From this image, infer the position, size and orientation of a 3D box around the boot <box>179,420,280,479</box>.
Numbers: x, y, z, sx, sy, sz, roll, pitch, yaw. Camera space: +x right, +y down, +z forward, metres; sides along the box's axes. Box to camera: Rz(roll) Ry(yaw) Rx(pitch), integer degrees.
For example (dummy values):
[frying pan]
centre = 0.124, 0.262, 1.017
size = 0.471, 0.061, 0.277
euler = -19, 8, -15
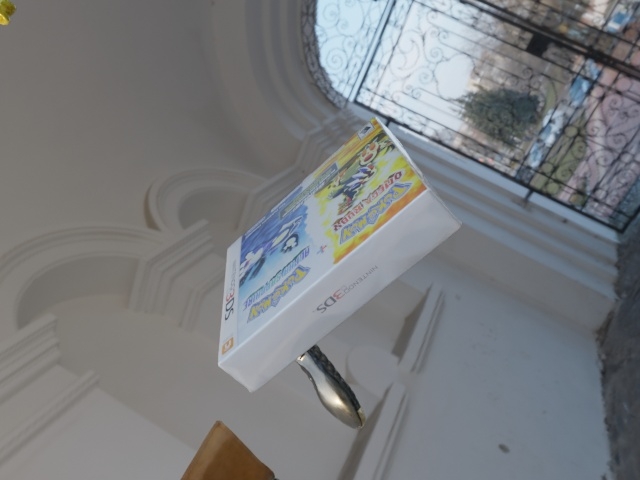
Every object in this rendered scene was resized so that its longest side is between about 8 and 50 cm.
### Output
[boot]
centre = -0.146, 0.259, 0.410
size = 0.280, 0.264, 0.096
euler = -53, 13, -31

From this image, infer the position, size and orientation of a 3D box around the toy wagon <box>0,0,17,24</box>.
[toy wagon]
centre = -0.178, -0.323, 0.413
size = 0.344, 0.267, 0.068
euler = -56, -22, -3

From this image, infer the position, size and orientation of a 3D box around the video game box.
[video game box]
centre = 0.000, 0.000, 0.474
size = 0.205, 0.048, 0.187
euler = -41, 27, 13

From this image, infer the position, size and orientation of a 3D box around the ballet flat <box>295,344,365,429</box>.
[ballet flat]
centre = 0.010, 0.187, 0.784
size = 0.049, 0.173, 0.057
euler = -23, -20, -49
